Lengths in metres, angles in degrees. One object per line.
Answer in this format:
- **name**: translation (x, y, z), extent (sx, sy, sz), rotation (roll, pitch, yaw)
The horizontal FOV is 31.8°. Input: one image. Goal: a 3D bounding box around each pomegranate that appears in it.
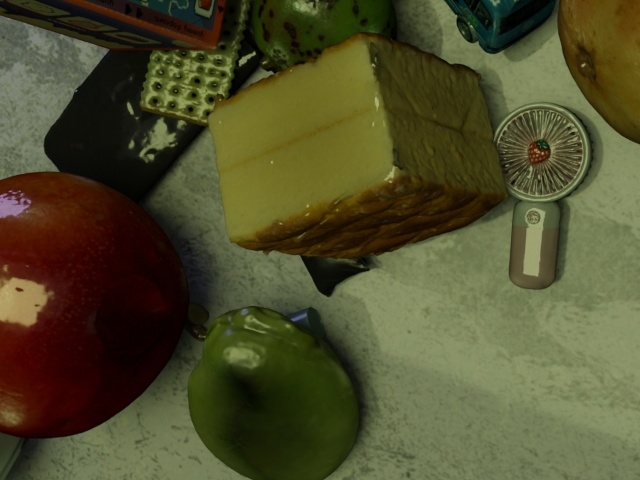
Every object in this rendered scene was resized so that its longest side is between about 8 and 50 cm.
- **pomegranate**: translation (0.025, -0.310, 1.491), extent (0.263, 0.211, 0.211), rotation (-39, 79, -5)
- **pomegranate**: translation (0.438, -0.270, 1.273), extent (0.343, 0.342, 0.342), rotation (2, 95, 22)

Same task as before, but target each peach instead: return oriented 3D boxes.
- **peach**: translation (-0.367, 0.089, 1.585), extent (0.388, 0.388, 0.388), rotation (2, 95, 22)

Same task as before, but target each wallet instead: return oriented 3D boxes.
- **wallet**: translation (-0.262, -0.207, 1.685), extent (0.197, 0.051, 0.377), rotation (47, 108, 11)

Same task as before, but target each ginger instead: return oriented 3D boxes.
- **ginger**: translation (-0.201, 0.115, 1.695), extent (0.097, 0.030, 0.048), rotation (31, 103, 19)

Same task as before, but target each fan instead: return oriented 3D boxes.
- **fan**: translation (0.284, -0.057, 1.462), extent (0.130, 0.074, 0.244), rotation (5, 97, 21)

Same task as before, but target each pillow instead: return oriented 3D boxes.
- **pillow**: translation (0.000, 0.000, 1.596), extent (0.090, 0.048, 0.150), rotation (-31, 84, 15)

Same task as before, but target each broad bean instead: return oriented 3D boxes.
- **broad bean**: translation (-0.071, 0.222, 1.574), extent (0.238, 0.119, 0.291), rotation (-20, 112, 13)

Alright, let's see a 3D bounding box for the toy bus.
- **toy bus**: translation (0.191, -0.368, 1.425), extent (0.113, 0.134, 0.246), rotation (-33, 80, -10)

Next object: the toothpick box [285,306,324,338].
- **toothpick box**: translation (-0.042, 0.133, 1.621), extent (0.083, 0.052, 0.052), rotation (-23, 85, 20)

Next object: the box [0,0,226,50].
- **box**: translation (-0.293, -0.454, 1.479), extent (0.257, 0.319, 0.348), rotation (9, 87, 44)

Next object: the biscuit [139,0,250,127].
- **biscuit**: translation (-0.178, -0.285, 1.611), extent (0.139, 0.016, 0.231), rotation (15, 94, 13)

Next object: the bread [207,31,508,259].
- **bread**: translation (0.049, -0.103, 1.412), extent (0.279, 0.279, 0.207), rotation (-21, 74, 31)

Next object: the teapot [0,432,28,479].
- **teapot**: translation (-0.611, 0.292, 1.738), extent (0.280, 0.424, 0.252), rotation (34, 77, -16)
